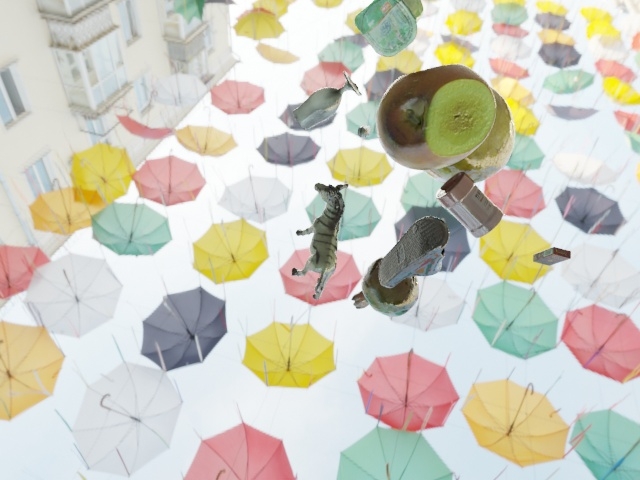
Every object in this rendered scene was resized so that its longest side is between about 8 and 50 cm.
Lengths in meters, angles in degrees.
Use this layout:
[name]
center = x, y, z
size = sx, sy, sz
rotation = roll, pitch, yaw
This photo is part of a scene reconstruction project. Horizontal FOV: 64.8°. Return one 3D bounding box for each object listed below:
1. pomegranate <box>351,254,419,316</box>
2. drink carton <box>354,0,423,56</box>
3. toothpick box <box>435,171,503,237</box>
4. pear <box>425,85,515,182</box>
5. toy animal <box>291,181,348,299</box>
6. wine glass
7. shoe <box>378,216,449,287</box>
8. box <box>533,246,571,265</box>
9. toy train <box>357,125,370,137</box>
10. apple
[pomegranate]
center = 0.183, 0.143, 1.476
size = 0.210, 0.180, 0.180
rotation = -28, -147, 30
[drink carton]
center = 0.201, -0.592, 1.339
size = 0.144, 0.146, 0.142
rotation = 49, -133, -15
[toothpick box]
center = 0.380, -0.091, 1.291
size = 0.149, 0.098, 0.098
rotation = 44, -133, -9
[pear]
center = 0.400, -0.294, 1.433
size = 0.304, 0.303, 0.303
rotation = 2, -137, -2
[toy animal]
center = 0.005, 0.000, 1.029
size = 0.074, 0.176, 0.216
rotation = 10, -114, -21
[wine glass]
center = 0.019, -0.460, 1.676
size = 0.222, 0.103, 0.103
rotation = -30, -140, 19
[shoe]
center = 0.234, 0.036, 1.181
size = 0.093, 0.241, 0.108
rotation = 19, -130, -22
[box]
center = 0.594, 0.041, 1.298
size = 0.052, 0.082, 0.023
rotation = 15, -109, -11
[toy train]
center = 0.177, -0.442, 2.050
size = 0.047, 0.043, 0.207
rotation = 7, -165, 8
[apple]
center = 0.163, -0.177, 0.742
size = 0.147, 0.146, 0.163
rotation = -14, -168, -40
